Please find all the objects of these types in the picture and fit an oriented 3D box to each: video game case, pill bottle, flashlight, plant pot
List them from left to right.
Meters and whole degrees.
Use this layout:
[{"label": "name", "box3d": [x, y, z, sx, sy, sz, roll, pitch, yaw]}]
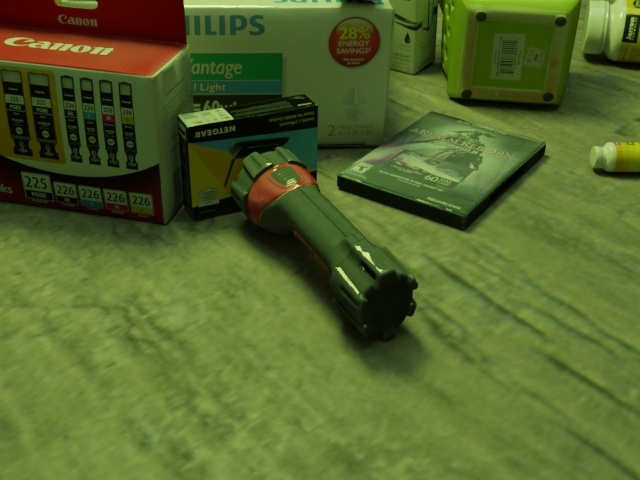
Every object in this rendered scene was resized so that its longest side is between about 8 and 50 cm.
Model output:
[{"label": "flashlight", "box3d": [0.000, 0.000, 1.016, 0.103, 0.103, 0.304, 20, 19, -42]}, {"label": "video game case", "box3d": [0.179, -0.110, 1.262, 0.196, 0.026, 0.274, 20, 37, 28]}, {"label": "plant pot", "box3d": [0.319, -0.356, 1.486, 0.227, 0.228, 0.207, 5, 39, 6]}, {"label": "pill bottle", "box3d": [0.434, -0.120, 1.267, 0.083, 0.043, 0.043, 1, 32, -1]}, {"label": "pill bottle", "box3d": [0.600, -0.389, 1.641, 0.209, 0.119, 0.119, 7, 32, 9]}]

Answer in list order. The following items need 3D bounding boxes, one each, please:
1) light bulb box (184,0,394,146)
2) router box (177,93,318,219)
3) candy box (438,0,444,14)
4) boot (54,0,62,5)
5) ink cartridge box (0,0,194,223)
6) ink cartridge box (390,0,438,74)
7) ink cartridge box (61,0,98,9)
[{"label": "light bulb box", "box3d": [-0.091, -0.318, 1.397, 0.358, 0.225, 0.361, -2, 32, -6]}, {"label": "router box", "box3d": [-0.092, -0.110, 1.146, 0.179, 0.133, 0.046, -14, 34, -22]}, {"label": "candy box", "box3d": [0.235, -0.446, 1.647, 0.027, 0.206, 0.105, -23, 31, 8]}, {"label": "boot", "box3d": [-0.464, -0.505, 1.828, 0.270, 0.089, 0.236, 13, 44, 18]}, {"label": "ink cartridge box", "box3d": [-0.328, -0.185, 1.129, 0.310, 0.271, 0.130, 8, 32, 11]}, {"label": "ink cartridge box", "box3d": [0.130, -0.422, 1.590, 0.148, 0.203, 0.086, 21, 41, 29]}, {"label": "ink cartridge box", "box3d": [-0.336, -0.329, 1.424, 0.117, 0.207, 0.283, -2, 31, -8]}]
